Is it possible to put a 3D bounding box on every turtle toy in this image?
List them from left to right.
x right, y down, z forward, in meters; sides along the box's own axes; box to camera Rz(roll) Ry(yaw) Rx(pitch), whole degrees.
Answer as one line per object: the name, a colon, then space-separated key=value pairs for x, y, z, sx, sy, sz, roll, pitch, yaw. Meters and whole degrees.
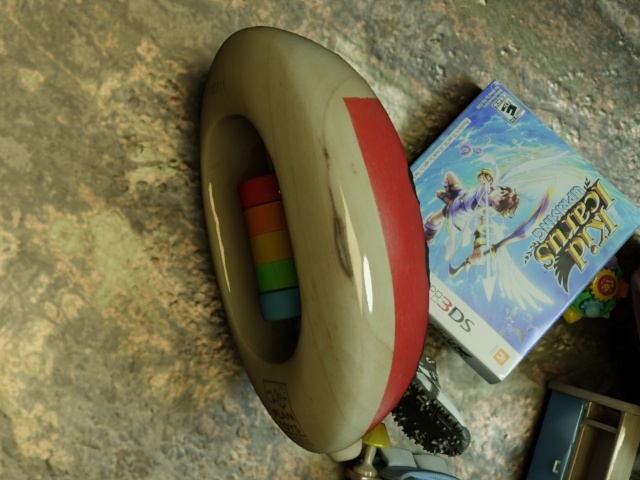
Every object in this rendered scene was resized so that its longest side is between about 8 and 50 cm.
turtle toy: x=0.333 y=0.040 z=1.392 sx=0.095 sy=0.066 sz=0.130 roll=-31 pitch=101 yaw=-15

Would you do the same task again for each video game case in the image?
video game case: x=0.202 y=-0.012 z=1.313 sx=0.244 sy=0.061 sz=0.269 roll=43 pitch=79 yaw=2

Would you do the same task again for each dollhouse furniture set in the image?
dollhouse furniture set: x=0.227 y=0.250 z=1.249 sx=0.303 sy=0.286 sz=0.198 roll=18 pitch=86 yaw=-30

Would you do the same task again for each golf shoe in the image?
golf shoe: x=0.112 y=0.164 z=1.264 sx=0.094 sy=0.198 sz=0.077 roll=-16 pitch=129 yaw=-35

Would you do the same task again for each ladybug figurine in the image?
ladybug figurine: x=0.000 y=0.000 z=1.159 sx=0.162 sy=0.305 sz=0.449 roll=-11 pitch=93 yaw=-28

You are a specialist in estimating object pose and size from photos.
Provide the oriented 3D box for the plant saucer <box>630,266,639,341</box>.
plant saucer: x=0.436 y=0.150 z=1.317 sx=0.084 sy=0.332 sz=0.332 roll=-14 pitch=97 yaw=8
